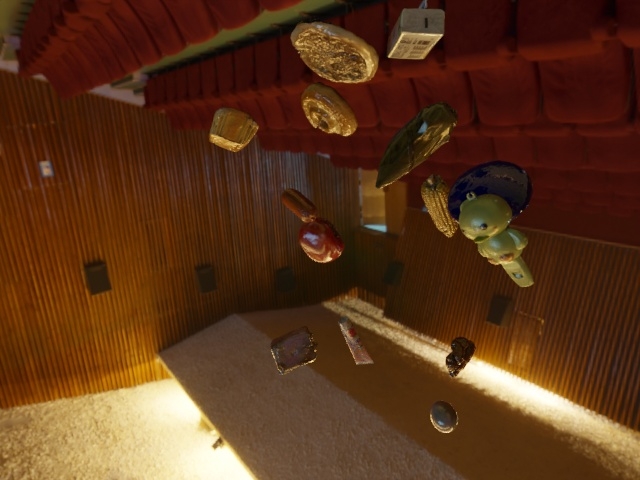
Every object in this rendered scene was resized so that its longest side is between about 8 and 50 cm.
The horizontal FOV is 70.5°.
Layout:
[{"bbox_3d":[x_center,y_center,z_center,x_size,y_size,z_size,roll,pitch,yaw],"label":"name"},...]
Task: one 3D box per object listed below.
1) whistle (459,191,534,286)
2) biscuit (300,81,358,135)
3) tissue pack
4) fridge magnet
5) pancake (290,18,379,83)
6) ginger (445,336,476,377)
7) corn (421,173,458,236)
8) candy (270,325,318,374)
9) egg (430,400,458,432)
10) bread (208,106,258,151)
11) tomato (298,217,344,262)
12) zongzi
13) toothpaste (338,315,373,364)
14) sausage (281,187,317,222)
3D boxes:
[{"bbox_3d":[0.456,0.004,1.178,0.141,0.294,0.141,-25,-179,1],"label":"whistle"},{"bbox_3d":[0.015,-0.525,1.813,0.091,0.213,0.274,-45,-140,-13],"label":"biscuit"},{"bbox_3d":[0.351,-0.790,1.689,0.159,0.145,0.229,1,180,-4],"label":"tissue pack"},{"bbox_3d":[0.542,-0.143,1.460,0.265,0.112,0.266,-22,-134,25],"label":"fridge magnet"},{"bbox_3d":[0.053,-0.747,1.820,0.382,0.071,0.382,23,173,3],"label":"pancake"},{"bbox_3d":[0.526,0.438,1.711,0.073,0.103,0.162,13,-113,54],"label":"ginger"},{"bbox_3d":[0.509,-0.147,1.910,0.119,0.322,0.119,-21,-141,18],"label":"corn"},{"bbox_3d":[-0.113,0.461,1.922,0.195,0.137,0.185,-24,179,-2],"label":"candy"},{"bbox_3d":[0.487,0.696,1.790,0.103,0.103,0.135,-5,-159,-3],"label":"egg"},{"bbox_3d":[-0.317,-0.392,1.621,0.152,0.119,0.288,21,180,-15],"label":"bread"},{"bbox_3d":[0.000,0.000,1.759,0.151,0.187,0.187,-31,-165,6],"label":"tomato"},{"bbox_3d":[0.285,-0.283,1.357,0.251,0.125,0.274,-39,-170,46],"label":"zongzi"},{"bbox_3d":[0.116,0.350,1.554,0.067,0.195,0.043,-15,-158,30],"label":"toothpaste"},{"bbox_3d":[-0.078,-0.133,1.694,0.076,0.076,0.197,-14,-143,-31],"label":"sausage"}]
